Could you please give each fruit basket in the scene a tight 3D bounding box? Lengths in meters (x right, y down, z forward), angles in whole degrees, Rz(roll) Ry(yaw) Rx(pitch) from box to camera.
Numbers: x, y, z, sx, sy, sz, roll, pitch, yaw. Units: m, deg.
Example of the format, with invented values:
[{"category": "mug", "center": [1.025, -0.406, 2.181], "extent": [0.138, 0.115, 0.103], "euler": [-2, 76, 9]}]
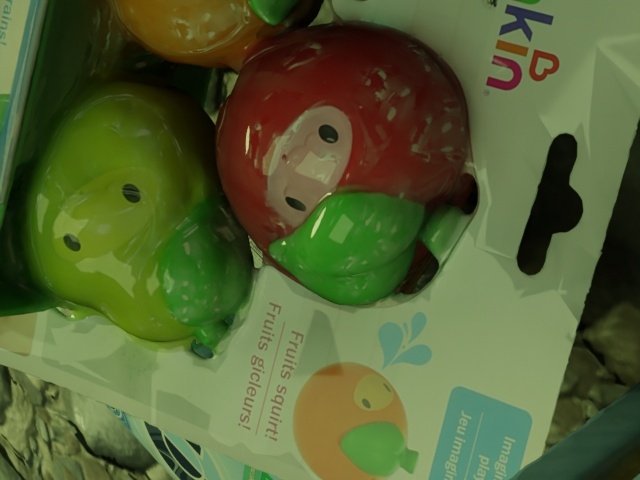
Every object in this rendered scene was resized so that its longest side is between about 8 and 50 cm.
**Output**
[{"category": "fruit basket", "center": [-0.038, -0.063, 0.763], "extent": [0.353, 0.165, 0.327], "euler": [21, 102, 30]}]

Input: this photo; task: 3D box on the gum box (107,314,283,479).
[{"category": "gum box", "center": [-0.061, 0.094, 0.974], "extent": [0.184, 0.041, 0.157], "euler": [43, 152, 21]}]

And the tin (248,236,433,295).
[{"category": "tin", "center": [0.000, 0.000, 0.895], "extent": [0.106, 0.040, 0.190], "euler": [43, 136, 15]}]

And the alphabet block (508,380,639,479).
[{"category": "alphabet block", "center": [0.194, 0.167, 0.663], "extent": [0.192, 0.193, 0.197], "euler": [9, 117, 44]}]
